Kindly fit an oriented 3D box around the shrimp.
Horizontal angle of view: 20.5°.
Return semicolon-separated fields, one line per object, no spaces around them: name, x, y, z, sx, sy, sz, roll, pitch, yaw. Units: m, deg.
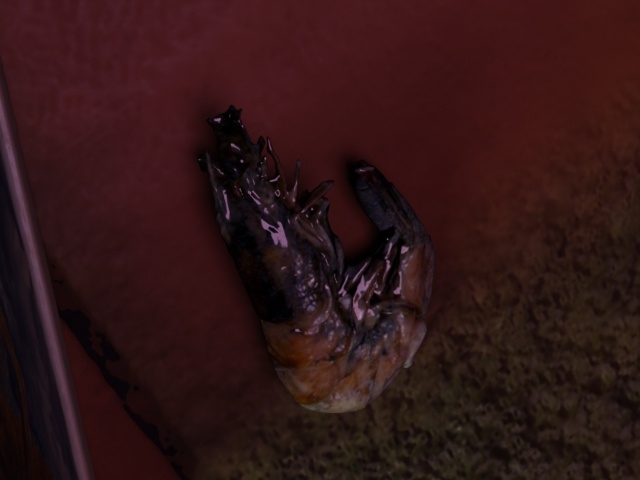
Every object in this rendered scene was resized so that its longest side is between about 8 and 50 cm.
shrimp;0.000;0.000;0.748;0.091;0.034;0.161;-39;124;-20

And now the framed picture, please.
framed picture;-0.116;0.067;0.638;0.016;0.184;0.250;-7;110;6
